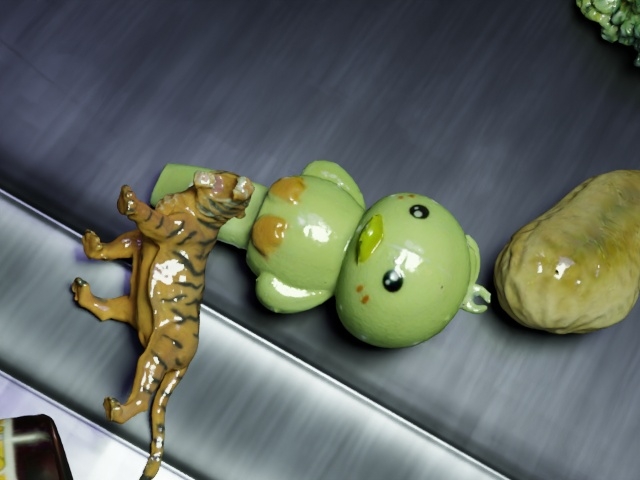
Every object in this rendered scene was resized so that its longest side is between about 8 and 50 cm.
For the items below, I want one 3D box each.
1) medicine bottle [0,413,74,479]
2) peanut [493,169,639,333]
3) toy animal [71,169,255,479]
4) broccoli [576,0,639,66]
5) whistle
[{"bbox_3d":[-0.336,0.258,0.882,0.395,0.242,0.242,-12,71,-13],"label":"medicine bottle"},{"bbox_3d":[0.253,0.008,1.232,0.236,0.110,0.120,-28,56,-32],"label":"peanut"},{"bbox_3d":[-0.129,0.066,1.105,0.116,0.114,0.255,5,90,-28],"label":"toy animal"},{"bbox_3d":[0.356,-0.269,1.389,0.199,0.177,0.275,-17,37,11],"label":"broccoli"},{"bbox_3d":[0.003,-0.002,1.142,0.294,0.141,0.141,23,63,-5],"label":"whistle"}]
